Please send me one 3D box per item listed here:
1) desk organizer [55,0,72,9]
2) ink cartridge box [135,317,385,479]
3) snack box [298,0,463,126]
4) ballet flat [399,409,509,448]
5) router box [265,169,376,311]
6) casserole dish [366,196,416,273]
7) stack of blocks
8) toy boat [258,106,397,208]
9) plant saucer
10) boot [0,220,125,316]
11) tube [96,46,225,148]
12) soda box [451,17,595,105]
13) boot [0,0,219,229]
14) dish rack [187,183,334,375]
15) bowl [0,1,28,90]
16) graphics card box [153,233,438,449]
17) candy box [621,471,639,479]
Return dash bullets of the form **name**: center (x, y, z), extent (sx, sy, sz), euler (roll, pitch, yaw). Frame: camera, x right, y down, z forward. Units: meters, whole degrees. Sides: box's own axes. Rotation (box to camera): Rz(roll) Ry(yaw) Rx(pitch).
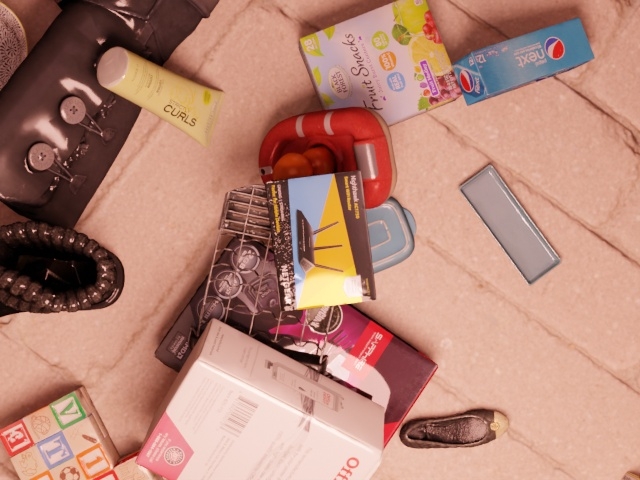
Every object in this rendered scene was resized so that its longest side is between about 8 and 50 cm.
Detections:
- **desk organizer**: center (-0.368, -0.418, 1.596), extent (0.130, 0.047, 0.050), euler (-37, 92, -4)
- **ink cartridge box**: center (-0.080, 0.271, 1.424), extent (0.283, 0.117, 0.207), euler (29, 115, -8)
- **snack box**: center (0.092, -0.264, 1.598), extent (0.207, 0.070, 0.175), euler (-23, 90, -2)
- **ballet flat**: center (0.207, 0.297, 1.587), extent (0.173, 0.049, 0.058), euler (-8, 89, -3)
- **router box**: center (0.000, 0.000, 1.407), extent (0.133, 0.046, 0.179), euler (-8, 92, -1)
- **casserole dish**: center (0.061, 0.000, 1.601), extent (0.188, 0.037, 0.114), euler (-21, 88, -3)
- **stack of blocks**: center (-0.331, 0.371, 1.540), extent (0.171, 0.087, 0.297), euler (-28, 89, -4)
- **toy boat**: center (-0.010, -0.109, 1.505), extent (0.151, 0.231, 0.151), euler (-21, 104, -42)
- **plant saucer**: center (0.297, -0.024, 1.623), extent (0.067, 0.018, 0.192), euler (-36, 89, -4)
- **boot**: center (-0.453, 0.048, 1.462), extent (0.347, 0.260, 0.131), euler (-6, 88, -3)
- **tube**: center (-0.224, -0.215, 1.518), extent (0.070, 0.240, 0.062), euler (-37, 60, 18)
- **soda box**: center (0.311, -0.274, 1.579), extent (0.210, 0.067, 0.071), euler (-21, 90, -22)
- **boot**: center (-0.398, -0.275, 1.479), extent (0.367, 0.146, 0.445), euler (36, 87, -33)
- **dish rack**: center (-0.067, 0.060, 1.469), extent (0.208, 0.074, 0.272), euler (12, 93, -3)
- **bowl**: center (-0.521, -0.280, 1.565), extent (0.170, 0.080, 0.170), euler (0, 88, -3)
- **graphics card box**: center (-0.036, 0.180, 1.560), extent (0.371, 0.094, 0.233), euler (35, 87, 0)
- **candy box**: center (0.466, 0.539, 1.569), extent (0.183, 0.087, 0.316), euler (36, 86, -1)
